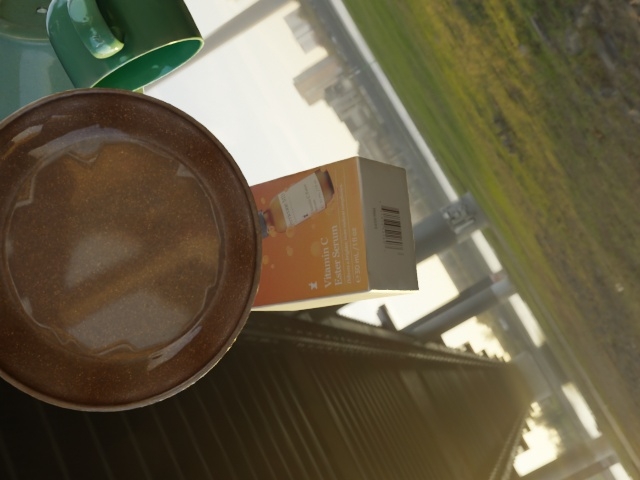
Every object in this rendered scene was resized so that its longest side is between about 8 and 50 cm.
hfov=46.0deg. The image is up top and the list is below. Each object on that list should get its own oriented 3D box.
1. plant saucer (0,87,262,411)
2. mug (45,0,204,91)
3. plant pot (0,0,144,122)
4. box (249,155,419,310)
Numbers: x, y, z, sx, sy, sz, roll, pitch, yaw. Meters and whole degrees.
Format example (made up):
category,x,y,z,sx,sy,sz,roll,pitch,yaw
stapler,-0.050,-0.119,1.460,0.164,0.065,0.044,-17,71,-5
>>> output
category,x,y,z,sx,sy,sz,roll,pitch,yaw
plant saucer,-0.134,0.006,0.476,0.199,0.198,0.036,59,180,-1
mug,-0.183,-0.204,0.695,0.097,0.129,0.157,62,154,-5
plant pot,-0.363,-0.214,1.023,0.255,0.271,0.272,104,151,-45
box,0.000,0.000,0.767,0.091,0.170,0.130,6,-105,-52
